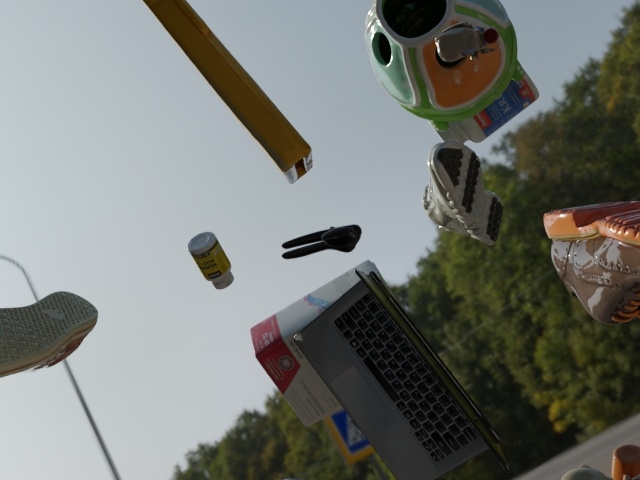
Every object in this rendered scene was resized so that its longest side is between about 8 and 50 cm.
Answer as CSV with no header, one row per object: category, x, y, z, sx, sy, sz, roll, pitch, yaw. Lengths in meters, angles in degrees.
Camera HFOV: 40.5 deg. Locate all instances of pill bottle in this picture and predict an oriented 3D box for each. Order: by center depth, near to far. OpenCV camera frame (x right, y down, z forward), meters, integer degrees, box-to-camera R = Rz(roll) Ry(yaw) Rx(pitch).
pill bottle,-0.223,0.044,1.786,0.065,0.065,0.116,-29,-55,-5
pill bottle,0.348,-0.289,1.872,0.221,0.124,0.124,-38,-19,9

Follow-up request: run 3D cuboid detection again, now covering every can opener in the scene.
can opener,0.000,0.000,1.794,0.186,0.059,0.073,-12,-41,29

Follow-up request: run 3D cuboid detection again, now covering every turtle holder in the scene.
turtle holder,0.186,-0.365,1.445,0.243,0.320,0.227,-15,-21,23

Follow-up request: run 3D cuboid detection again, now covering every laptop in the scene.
laptop,0.115,0.267,1.511,0.408,0.382,0.236,-43,-10,38

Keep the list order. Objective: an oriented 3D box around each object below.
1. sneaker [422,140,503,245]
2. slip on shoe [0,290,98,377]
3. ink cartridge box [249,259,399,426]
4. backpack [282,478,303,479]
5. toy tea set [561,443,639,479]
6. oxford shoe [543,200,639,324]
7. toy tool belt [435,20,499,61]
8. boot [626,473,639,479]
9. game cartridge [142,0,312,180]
sneaker,0.220,-0.074,1.458,0.118,0.110,0.292,8,-20,27
slip on shoe,-0.448,0.159,1.304,0.101,0.123,0.331,-59,-7,12
ink cartridge box,0.037,0.219,1.844,0.306,0.226,0.131,-31,24,6
backpack,-0.027,0.480,1.402,0.158,0.173,0.117,-53,-4,35
toy tea set,0.619,0.469,1.616,0.336,0.200,0.124,-22,-64,-21
oxford shoe,0.358,0.028,0.953,0.130,0.133,0.364,-8,4,-3
toy tool belt,0.194,-0.258,1.121,0.083,0.052,0.051,-8,8,25
boot,0.496,0.396,1.285,0.220,0.109,0.283,-28,-25,24
game cartridge,-0.128,-0.219,1.163,0.052,0.324,0.285,-38,1,0
